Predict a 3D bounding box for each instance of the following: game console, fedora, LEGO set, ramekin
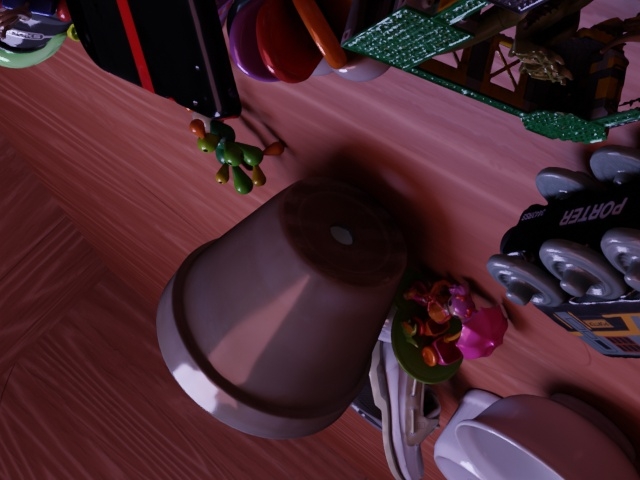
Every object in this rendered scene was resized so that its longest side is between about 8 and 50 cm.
[{"bbox_3d":[-0.212,-0.335,1.043,0.342,0.060,0.386,27,139,48],"label":"game console"},{"bbox_3d":[0.088,0.258,1.889,0.244,0.124,0.275,35,170,35],"label":"fedora"},{"bbox_3d":[0.167,-0.195,0.581,0.255,0.192,0.331,16,171,-12],"label":"LEGO set"},{"bbox_3d":[0.311,0.385,1.668,0.273,0.127,0.273,39,163,15],"label":"ramekin"}]

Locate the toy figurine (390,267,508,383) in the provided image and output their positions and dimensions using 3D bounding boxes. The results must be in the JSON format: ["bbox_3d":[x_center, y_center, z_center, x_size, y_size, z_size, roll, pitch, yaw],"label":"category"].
[{"bbox_3d":[0.185,0.106,1.365,0.159,0.130,0.173,-23,88,58],"label":"toy figurine"}]

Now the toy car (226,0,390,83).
[{"bbox_3d":[-0.025,-0.211,0.965,0.182,0.136,0.159,21,153,53],"label":"toy car"}]

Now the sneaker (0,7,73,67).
[{"bbox_3d":[-0.482,-0.485,1.382,0.202,0.185,0.482,-21,109,27],"label":"sneaker"}]

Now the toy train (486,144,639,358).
[{"bbox_3d":[0.282,0.018,0.831,0.190,0.142,0.334,35,164,-12],"label":"toy train"}]

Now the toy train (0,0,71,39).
[{"bbox_3d":[-0.347,-0.343,1.204,0.105,0.143,0.248,9,-155,-8],"label":"toy train"}]

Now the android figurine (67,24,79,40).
[{"bbox_3d":[-0.453,-0.433,1.593,0.273,0.056,0.248,34,161,26],"label":"android figurine"}]

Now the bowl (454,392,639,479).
[{"bbox_3d":[0.344,0.310,1.389,0.298,0.134,0.298,40,163,15],"label":"bowl"}]

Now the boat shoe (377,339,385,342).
[{"bbox_3d":[0.079,0.158,1.732,0.254,0.095,0.079,53,175,-1],"label":"boat shoe"}]

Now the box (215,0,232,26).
[{"bbox_3d":[-0.223,-0.320,1.308,0.201,0.057,0.293,45,164,-3],"label":"box"}]

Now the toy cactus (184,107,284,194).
[{"bbox_3d":[-0.146,-0.174,1.465,0.180,0.112,0.219,54,179,46],"label":"toy cactus"}]

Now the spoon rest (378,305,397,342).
[{"bbox_3d":[0.056,0.106,1.624,0.276,0.084,0.137,8,158,26],"label":"spoon rest"}]

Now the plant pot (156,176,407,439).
[{"bbox_3d":[-0.031,0.068,1.379,0.323,0.323,0.280,42,132,7],"label":"plant pot"}]

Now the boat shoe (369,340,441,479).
[{"bbox_3d":[0.155,0.298,1.694,0.113,0.103,0.302,-85,-16,-56],"label":"boat shoe"}]
